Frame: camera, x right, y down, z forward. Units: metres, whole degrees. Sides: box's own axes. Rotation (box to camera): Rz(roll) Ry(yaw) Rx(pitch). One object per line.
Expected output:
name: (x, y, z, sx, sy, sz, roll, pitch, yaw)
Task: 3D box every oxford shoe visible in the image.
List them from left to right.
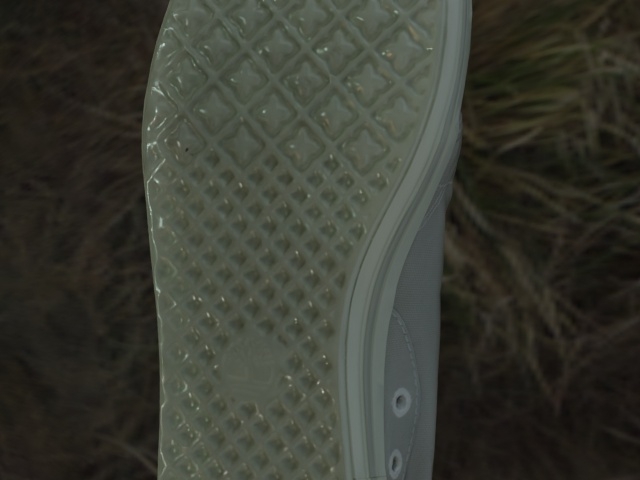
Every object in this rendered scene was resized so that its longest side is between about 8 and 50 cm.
oxford shoe: (0.000, 0.000, 0.887, 0.130, 0.169, 0.449, -4, 99, -64)
